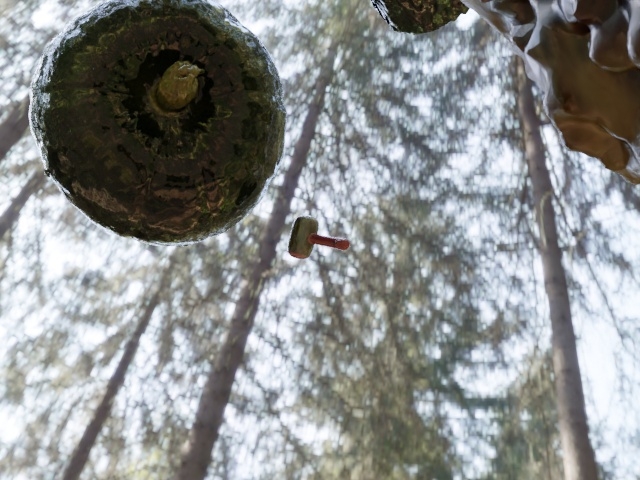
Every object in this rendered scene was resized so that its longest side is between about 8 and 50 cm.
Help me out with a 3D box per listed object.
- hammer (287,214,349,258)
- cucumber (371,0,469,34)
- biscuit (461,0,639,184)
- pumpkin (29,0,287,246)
[{"bbox_3d":[0.000,0.000,1.189,0.083,0.031,0.052,11,-93,38],"label":"hammer"},{"bbox_3d":[0.016,-0.196,0.541,0.062,0.078,0.211,-51,-41,-6],"label":"cucumber"},{"bbox_3d":[0.130,-0.143,0.246,0.289,0.081,0.334,46,-40,22],"label":"biscuit"},{"bbox_3d":[-0.179,-0.141,1.196,0.300,0.207,0.300,2,-96,-18],"label":"pumpkin"}]
